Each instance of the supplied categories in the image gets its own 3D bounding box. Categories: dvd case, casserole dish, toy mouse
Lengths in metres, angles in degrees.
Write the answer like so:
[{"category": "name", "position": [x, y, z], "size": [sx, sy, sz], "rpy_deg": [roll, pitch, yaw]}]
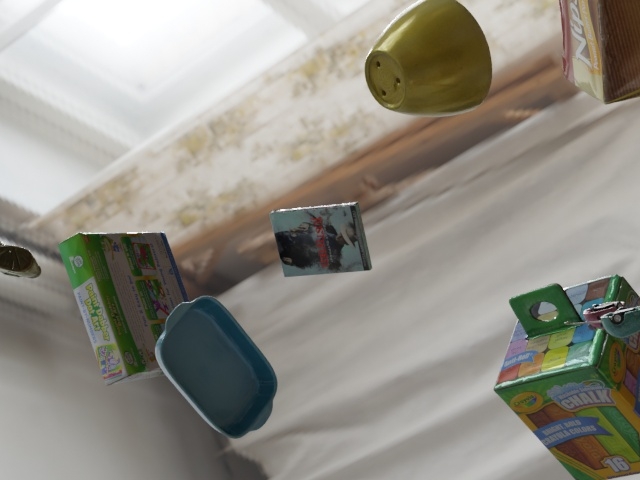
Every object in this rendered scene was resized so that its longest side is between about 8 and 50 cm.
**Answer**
[{"category": "dvd case", "position": [0.000, 0.000, 1.681], "size": [0.013, 0.119, 0.087], "rpy_deg": [-41, -57, -60]}, {"category": "casserole dish", "position": [-0.129, 0.153, 1.640], "size": [0.188, 0.037, 0.114], "rpy_deg": [53, -125, -22]}, {"category": "toy mouse", "position": [0.342, 0.089, 1.550], "size": [0.161, 0.143, 0.031], "rpy_deg": [-6, 99, 69]}]

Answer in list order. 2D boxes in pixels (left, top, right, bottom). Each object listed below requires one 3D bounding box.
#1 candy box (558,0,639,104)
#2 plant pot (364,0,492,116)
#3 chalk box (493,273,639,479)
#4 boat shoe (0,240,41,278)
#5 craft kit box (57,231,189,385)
[{"category": "candy box", "position": [0.335, -0.229, 1.019], "size": [0.087, 0.316, 0.183], "rpy_deg": [-125, 23, -65]}, {"category": "plant pot", "position": [0.105, -0.187, 1.472], "size": [0.095, 0.134, 0.134], "rpy_deg": [-26, -96, -32]}, {"category": "chalk box", "position": [0.376, 0.179, 1.925], "size": [0.289, 0.180, 0.179], "rpy_deg": [46, -133, -23]}, {"category": "boat shoe", "position": [-0.502, 0.024, 2.103], "size": [0.048, 0.153, 0.056], "rpy_deg": [64, -137, -61]}, {"category": "craft kit box", "position": [-0.307, 0.108, 2.284], "size": [0.246, 0.061, 0.250], "rpy_deg": [2, -115, -64]}]
